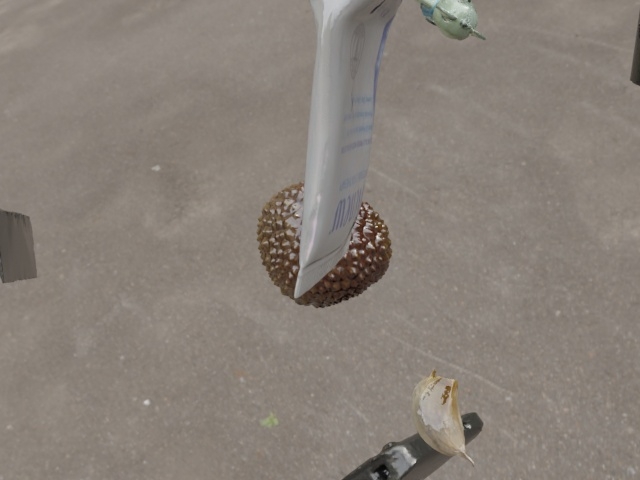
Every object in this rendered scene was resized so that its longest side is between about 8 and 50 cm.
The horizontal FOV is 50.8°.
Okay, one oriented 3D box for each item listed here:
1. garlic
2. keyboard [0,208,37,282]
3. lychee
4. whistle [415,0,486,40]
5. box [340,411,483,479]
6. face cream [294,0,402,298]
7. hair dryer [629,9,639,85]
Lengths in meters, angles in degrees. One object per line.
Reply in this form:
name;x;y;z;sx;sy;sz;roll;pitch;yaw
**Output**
garlic;0.183;0.280;1.061;0.084;0.066;0.152;-18;64;30
keyboard;-0.324;0.007;0.714;0.015;0.074;0.196;-3;0;-14
lychee;0.000;0.000;1.360;0.267;0.267;0.267;-12;38;10
whistle;0.229;-0.430;1.249;0.077;0.114;0.236;-58;27;21
box;0.171;0.521;1.518;0.350;0.359;0.091;-4;54;-49
face cream;0.023;-0.165;0.761;0.137;0.420;0.235;10;15;13
hair dryer;0.422;-0.275;0.826;0.089;0.197;0.251;15;29;30
